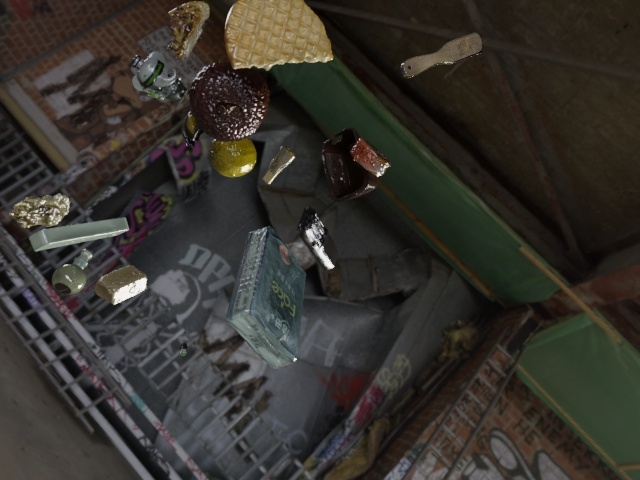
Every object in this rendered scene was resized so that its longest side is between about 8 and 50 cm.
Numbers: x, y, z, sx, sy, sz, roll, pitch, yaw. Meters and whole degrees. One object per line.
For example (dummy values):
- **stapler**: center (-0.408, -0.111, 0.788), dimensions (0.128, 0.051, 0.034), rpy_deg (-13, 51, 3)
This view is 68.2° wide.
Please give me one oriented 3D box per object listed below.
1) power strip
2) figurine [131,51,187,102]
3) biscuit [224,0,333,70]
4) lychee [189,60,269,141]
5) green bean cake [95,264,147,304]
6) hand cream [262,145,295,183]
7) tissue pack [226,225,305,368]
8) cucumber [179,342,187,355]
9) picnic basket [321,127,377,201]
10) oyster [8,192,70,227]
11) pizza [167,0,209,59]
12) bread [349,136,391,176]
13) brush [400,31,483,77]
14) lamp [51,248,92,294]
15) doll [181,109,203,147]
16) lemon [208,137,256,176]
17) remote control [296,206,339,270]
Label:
- **power strip**: center (-0.874, -0.030, 1.761), dimensions (0.091, 0.385, 0.062), rpy_deg (-20, -90, 28)
- **figurine**: center (-0.534, -0.536, 1.565), dimensions (0.192, 0.147, 0.126), rpy_deg (32, -4, -32)
- **biscuit**: center (-0.109, -0.544, 1.209), dimensions (0.040, 0.308, 0.205), rpy_deg (-8, -81, 58)
- **lychee**: center (-0.295, -0.454, 1.540), dimensions (0.260, 0.260, 0.261), rpy_deg (43, -18, 18)
- **green bean cake**: center (-0.813, 0.179, 1.937), dimensions (0.109, 0.179, 0.085), rpy_deg (29, -60, 21)
- **hand cream**: center (-0.208, -0.357, 2.285), dimensions (0.084, 0.203, 0.084), rpy_deg (37, 15, -12)
- **tissue pack**: center (-0.135, 0.147, 1.275), dimensions (0.228, 0.103, 0.316), rpy_deg (55, 26, -36)
- **cucumber**: center (-0.548, 0.433, 1.891), dimensions (0.032, 0.032, 0.133), rpy_deg (51, -11, -9)
- **picnic basket**: center (0.133, -0.311, 2.029), dimensions (0.222, 0.129, 0.297), rpy_deg (-24, -108, 37)
- **oyster**: center (-0.745, -0.070, 1.248), dimensions (0.053, 0.108, 0.165), rpy_deg (50, 26, 19)
- **pizza**: center (-0.428, -0.651, 1.462), dimensions (0.154, 0.194, 0.069), rpy_deg (-1, -17, 23)
- **bread**: center (0.180, -0.305, 1.739), dimensions (0.160, 0.073, 0.160), rpy_deg (37, 21, -17)
- **brush**: center (0.375, -0.577, 1.488), dimensions (0.065, 0.327, 0.070), rpy_deg (13, -54, 62)
- **lamp**: center (-0.739, 0.087, 1.434), dimensions (0.090, 0.163, 0.091), rpy_deg (5, -48, 6)
- **doll**: center (-0.511, -0.493, 1.930), dimensions (0.088, 0.249, 0.127), rpy_deg (13, -18, -7)
- **lemon**: center (-0.382, -0.371, 2.058), dimensions (0.192, 0.231, 0.192), rpy_deg (13, -71, 42)
- **remote control**: center (0.000, 0.000, 2.031), dimensions (0.062, 0.145, 0.399), rpy_deg (8, -24, 23)
